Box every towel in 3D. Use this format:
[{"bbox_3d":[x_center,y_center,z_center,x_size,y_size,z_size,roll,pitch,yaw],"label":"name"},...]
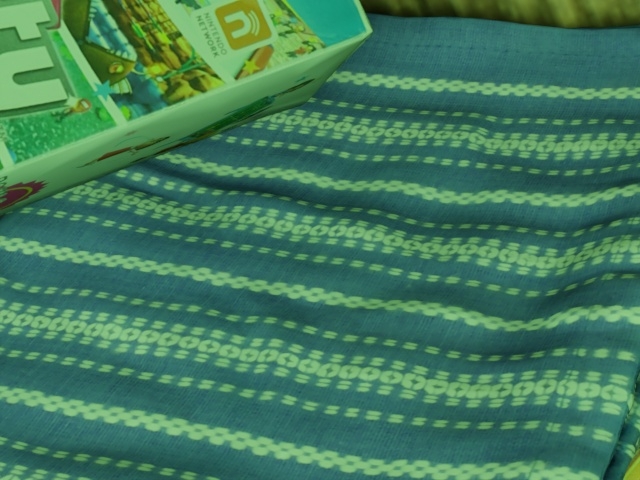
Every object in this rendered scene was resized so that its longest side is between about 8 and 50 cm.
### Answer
[{"bbox_3d":[0.000,0.000,0.510,0.243,0.336,0.040,7,123,22],"label":"towel"}]

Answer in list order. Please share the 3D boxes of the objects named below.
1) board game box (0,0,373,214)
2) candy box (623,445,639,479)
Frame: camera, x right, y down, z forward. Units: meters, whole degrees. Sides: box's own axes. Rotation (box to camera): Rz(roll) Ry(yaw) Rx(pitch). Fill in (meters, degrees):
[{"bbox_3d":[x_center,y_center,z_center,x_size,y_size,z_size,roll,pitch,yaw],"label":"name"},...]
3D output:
[{"bbox_3d":[-0.171,-0.101,0.482,0.303,0.097,0.224,-23,87,-16],"label":"board game box"},{"bbox_3d":[0.101,0.209,0.510,0.183,0.087,0.316,-35,138,-14],"label":"candy box"}]
